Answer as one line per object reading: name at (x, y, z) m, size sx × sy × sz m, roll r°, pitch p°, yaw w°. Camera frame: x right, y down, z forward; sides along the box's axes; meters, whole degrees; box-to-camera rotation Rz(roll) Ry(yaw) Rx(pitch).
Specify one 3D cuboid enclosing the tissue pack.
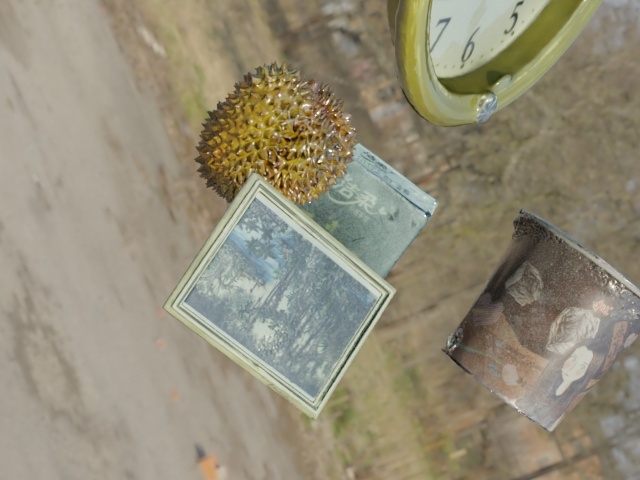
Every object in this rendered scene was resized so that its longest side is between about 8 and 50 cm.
tissue pack at (0.000, 0.000, 1.623) m, size 0.185 × 0.257 × 0.081 m, roll 35°, pitch 25°, yaw -2°

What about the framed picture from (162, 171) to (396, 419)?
framed picture at (-0.029, 0.050, 1.117) m, size 0.183 × 0.142 × 0.011 m, roll 40°, pitch -15°, yaw -26°

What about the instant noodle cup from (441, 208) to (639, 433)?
instant noodle cup at (0.276, 0.105, 1.597) m, size 0.217 × 0.207 × 0.217 m, roll 36°, pitch 2°, yaw -1°

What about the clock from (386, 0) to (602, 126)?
clock at (0.097, -0.166, 0.621) m, size 0.057 × 0.237 × 0.237 m, roll 35°, pitch -11°, yaw 25°

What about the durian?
durian at (-0.041, -0.096, 1.254) m, size 0.158 × 0.168 × 0.137 m, roll 16°, pitch 39°, yaw -35°

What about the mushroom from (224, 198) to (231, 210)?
mushroom at (-0.043, -0.065, 1.886) m, size 0.254 × 0.195 × 0.189 m, roll 21°, pitch 52°, yaw -45°
